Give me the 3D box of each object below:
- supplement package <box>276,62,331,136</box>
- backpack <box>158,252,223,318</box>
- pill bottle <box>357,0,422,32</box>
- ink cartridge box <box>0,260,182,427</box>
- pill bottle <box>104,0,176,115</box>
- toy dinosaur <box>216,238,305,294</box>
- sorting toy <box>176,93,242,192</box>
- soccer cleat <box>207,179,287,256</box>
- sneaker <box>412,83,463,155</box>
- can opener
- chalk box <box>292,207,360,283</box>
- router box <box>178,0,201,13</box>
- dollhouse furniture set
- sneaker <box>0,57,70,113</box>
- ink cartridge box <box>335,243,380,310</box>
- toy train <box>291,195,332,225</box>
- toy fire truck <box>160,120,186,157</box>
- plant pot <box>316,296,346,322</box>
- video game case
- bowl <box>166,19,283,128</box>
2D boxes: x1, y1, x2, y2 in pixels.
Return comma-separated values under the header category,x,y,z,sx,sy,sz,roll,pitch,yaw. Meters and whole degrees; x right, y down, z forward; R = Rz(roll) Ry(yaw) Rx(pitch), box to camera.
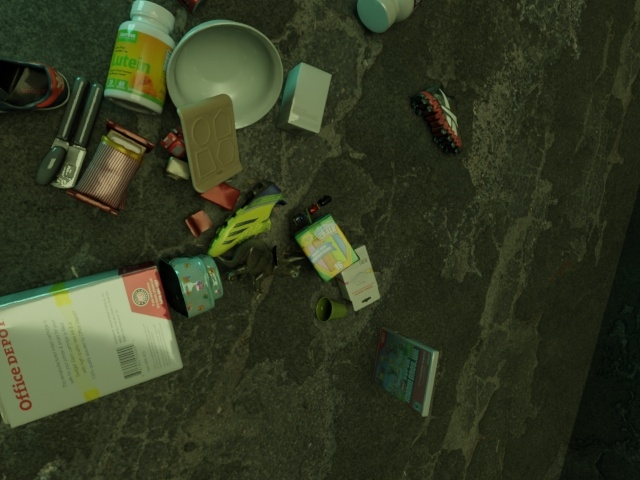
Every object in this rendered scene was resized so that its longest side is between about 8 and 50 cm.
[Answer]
category,x,y,z,sx,sy,sz,roll,pitch,yaw
supplement package,-0.051,-0.416,1.254,0.105,0.105,0.179,12,91,-26
backpack,-0.344,0.117,1.122,0.144,0.188,0.165,-14,101,-24
pill bottle,0.254,-0.806,1.324,0.169,0.169,0.301,45,77,-22
ink cartridge box,-0.575,0.233,1.038,0.385,0.160,0.279,-14,101,-24
pill bottle,-0.441,-0.452,1.044,0.136,0.136,0.245,13,90,-26
toy dinosaur,-0.196,0.056,1.203,0.313,0.121,0.160,33,83,-50
sorting toy,-0.278,-0.249,1.064,0.193,0.038,0.208,-48,139,-51
soccer cleat,-0.205,-0.049,1.207,0.121,0.093,0.289,47,66,-19
sneaker,0.447,-0.435,1.494,0.135,0.098,0.276,-44,110,-13
can opener,-0.598,-0.257,1.014,0.074,0.093,0.280,20,87,-22
chalk box,0.000,0.000,1.265,0.132,0.132,0.213,-34,96,-3
router box,-0.342,-0.830,1.083,0.301,0.082,0.335,40,78,-24
dollhouse furniture set,-0.409,-0.126,1.085,0.374,0.152,0.201,26,84,-26
sneaker,-0.746,-0.331,0.904,0.350,0.148,0.131,-19,103,-22
ink cartridge box,0.117,0.124,1.411,0.115,0.067,0.198,-23,103,-21
toy train,-0.026,-0.096,1.336,0.158,0.036,0.027,-36,109,-18
toy fire truck,-0.326,-0.250,1.097,0.047,0.192,0.135,-35,114,22
plant pot,0.042,0.231,1.386,0.079,0.083,0.083,12,90,-38
video game case,0.274,0.422,1.396,0.025,0.285,0.204,9,91,-26
bowl,-0.258,-0.450,1.102,0.298,0.134,0.297,-16,145,-11
